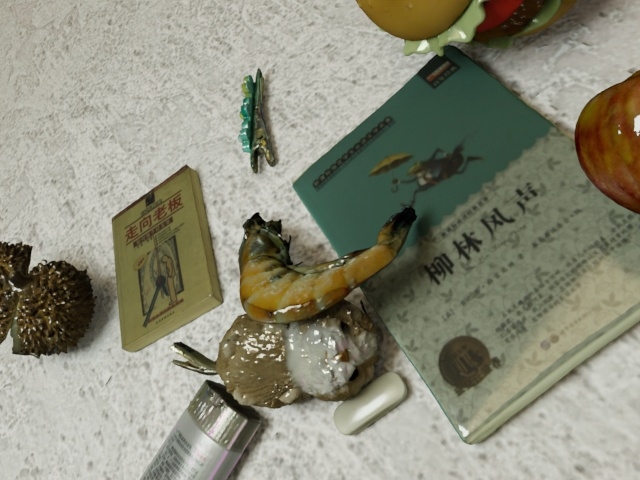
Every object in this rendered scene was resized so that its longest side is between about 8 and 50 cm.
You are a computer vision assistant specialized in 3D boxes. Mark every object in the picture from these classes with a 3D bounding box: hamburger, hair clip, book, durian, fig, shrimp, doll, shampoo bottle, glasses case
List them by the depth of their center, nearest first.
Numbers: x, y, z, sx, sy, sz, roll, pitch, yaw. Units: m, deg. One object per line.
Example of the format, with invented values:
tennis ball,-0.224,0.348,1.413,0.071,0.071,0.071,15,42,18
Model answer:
fig,0.306,-0.078,0.477,0.148,0.202,0.149,9,74,64
hamburger,0.130,-0.324,0.599,0.274,0.212,0.274,34,130,53
glasses case,0.049,0.162,0.600,0.083,0.021,0.032,-39,52,11
doll,-0.045,0.122,0.624,0.221,0.115,0.105,-17,100,17
book,0.145,-0.025,0.625,0.264,0.031,0.379,-41,52,8
shrimp,0.000,0.000,0.651,0.198,0.051,0.262,-23,24,-4
shampoo bottle,-0.157,0.269,0.657,0.086,0.056,0.227,29,85,38
durian,-0.403,0.072,0.820,0.196,0.196,0.166,-12,68,28
book,-0.221,0.020,0.841,0.161,0.026,0.230,-30,54,17
hair clip,-0.094,-0.172,0.843,0.049,0.049,0.172,-20,59,24
